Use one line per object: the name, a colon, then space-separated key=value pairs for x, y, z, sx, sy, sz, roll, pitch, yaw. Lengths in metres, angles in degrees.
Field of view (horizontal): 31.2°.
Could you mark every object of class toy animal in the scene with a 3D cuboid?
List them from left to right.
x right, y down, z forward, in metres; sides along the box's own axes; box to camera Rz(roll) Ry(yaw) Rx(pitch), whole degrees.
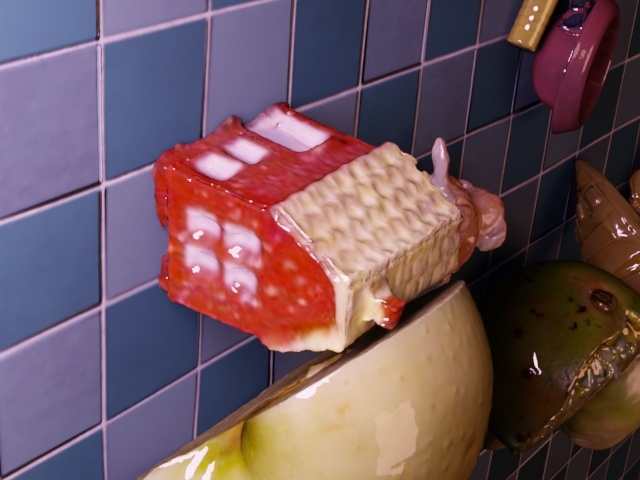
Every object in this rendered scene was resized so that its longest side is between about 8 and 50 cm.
toy animal: x=0.179 y=-0.051 z=1.435 sx=0.185 sy=0.104 sz=0.184 roll=-16 pitch=124 yaw=-47

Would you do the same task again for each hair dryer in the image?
hair dryer: x=0.318 y=-0.374 z=1.472 sx=0.135 sy=0.090 sz=0.279 roll=4 pitch=112 yaw=-59

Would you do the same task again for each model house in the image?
model house: x=0.000 y=0.000 z=1.057 sx=0.196 sy=0.254 sz=0.160 roll=-28 pitch=135 yaw=-45

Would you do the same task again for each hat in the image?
hat: x=0.337 y=-0.244 z=1.553 sx=0.205 sy=0.089 sz=0.205 roll=-54 pitch=157 yaw=-36

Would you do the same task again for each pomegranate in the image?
pomegranate: x=0.309 y=0.169 z=1.689 sx=0.310 sy=0.216 sz=0.358 roll=-30 pitch=163 yaw=-40

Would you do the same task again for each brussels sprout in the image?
brussels sprout: x=0.474 y=0.194 z=1.907 sx=0.259 sy=0.227 sz=0.294 roll=2 pitch=117 yaw=-60

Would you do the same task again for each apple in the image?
apple: x=0.002 y=0.163 z=1.098 sx=0.360 sy=0.320 sz=0.312 roll=-23 pitch=127 yaw=-61

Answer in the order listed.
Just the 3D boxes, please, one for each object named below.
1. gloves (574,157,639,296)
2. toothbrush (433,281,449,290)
gloves: x=0.474 y=0.016 z=1.775 sx=0.141 sy=0.331 sz=0.154 roll=-22 pitch=163 yaw=-29
toothbrush: x=0.032 y=0.194 z=1.383 sx=0.386 sy=0.040 sz=0.040 roll=-46 pitch=145 yaw=-8
